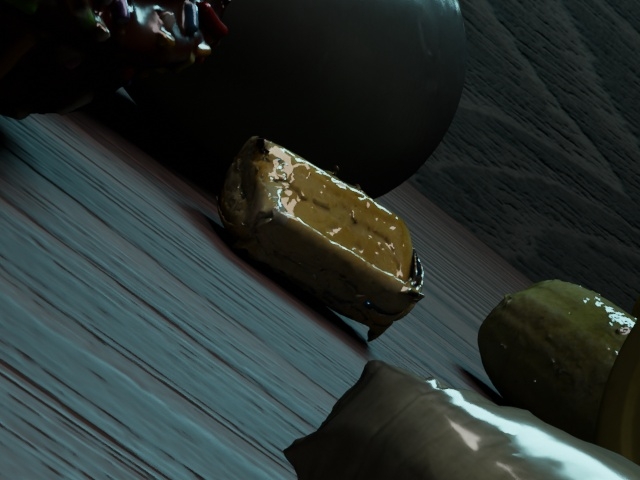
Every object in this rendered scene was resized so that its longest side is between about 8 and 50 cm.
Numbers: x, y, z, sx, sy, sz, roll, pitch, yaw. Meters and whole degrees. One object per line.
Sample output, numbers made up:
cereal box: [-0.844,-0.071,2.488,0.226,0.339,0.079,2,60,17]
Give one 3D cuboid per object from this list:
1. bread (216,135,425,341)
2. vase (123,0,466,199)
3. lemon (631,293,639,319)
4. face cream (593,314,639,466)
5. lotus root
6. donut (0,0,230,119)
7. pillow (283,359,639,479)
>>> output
bread: [0.000,0.000,0.837,0.106,0.053,0.072,33,31,-31]
vase: [-0.058,-0.120,0.899,0.173,0.173,0.321,42,11,24]
lemon: [0.350,0.098,1.251,0.293,0.293,0.293,39,5,-4]
face cream: [0.267,0.108,0.846,0.179,0.218,0.218,35,7,-31]
lotus root: [0.164,0.088,1.011,0.183,0.090,0.077,47,-18,41]
donut: [-0.129,-0.138,0.632,0.235,0.089,0.235,43,23,-23]
pillow: [0.076,0.097,0.395,0.181,0.078,0.134,41,6,32]
